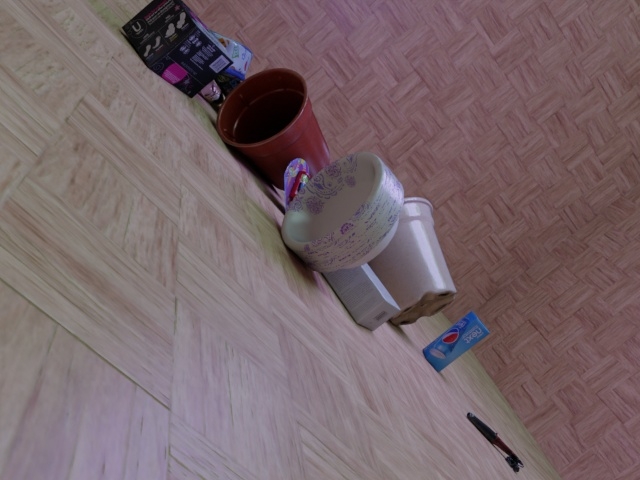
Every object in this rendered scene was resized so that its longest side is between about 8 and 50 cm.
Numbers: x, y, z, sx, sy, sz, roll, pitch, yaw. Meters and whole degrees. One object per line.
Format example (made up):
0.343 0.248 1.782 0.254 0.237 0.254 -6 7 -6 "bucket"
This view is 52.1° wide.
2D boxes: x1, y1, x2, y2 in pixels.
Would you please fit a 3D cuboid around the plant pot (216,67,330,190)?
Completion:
-0.111 -0.293 1.848 0.272 0.272 0.265 56 1 38 "plant pot"

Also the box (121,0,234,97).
-0.359 -0.503 1.685 0.142 0.163 0.247 53 8 12 "box"

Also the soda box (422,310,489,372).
0.436 0.327 2.118 0.071 0.210 0.067 48 8 -13 "soda box"

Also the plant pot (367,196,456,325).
0.262 0.084 2.051 0.334 0.334 0.305 37 27 -61 "plant pot"

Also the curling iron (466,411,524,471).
0.534 0.609 1.991 0.274 0.035 0.068 48 7 -16 "curling iron"

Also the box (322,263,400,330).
0.098 0.120 1.601 0.170 0.091 0.130 55 9 27 "box"

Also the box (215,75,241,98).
-0.210 -0.381 2.121 0.295 0.073 0.293 54 -3 33 "box"

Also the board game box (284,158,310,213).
-0.049 -0.136 1.762 0.133 0.033 0.168 -32 126 -57 "board game box"

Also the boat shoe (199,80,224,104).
-0.332 -0.455 2.003 0.059 0.063 0.170 45 6 5 "boat shoe"

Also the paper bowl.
0.062 -0.050 1.482 0.148 0.284 0.284 46 8 -29 "paper bowl"

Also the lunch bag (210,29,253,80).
-0.362 -0.578 1.929 0.303 0.115 0.243 25 10 7 "lunch bag"
